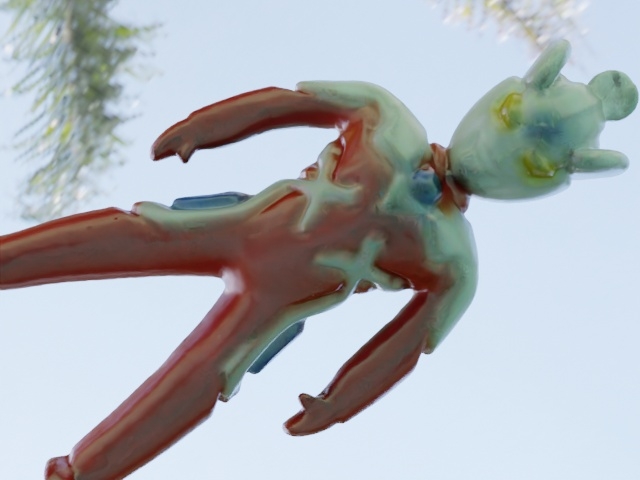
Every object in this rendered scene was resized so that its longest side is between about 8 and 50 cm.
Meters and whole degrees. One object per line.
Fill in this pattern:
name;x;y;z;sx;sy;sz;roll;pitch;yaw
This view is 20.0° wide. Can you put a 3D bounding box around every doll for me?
doll;0.000;0.000;0.991;0.384;0.099;0.188;-27;-88;-5
